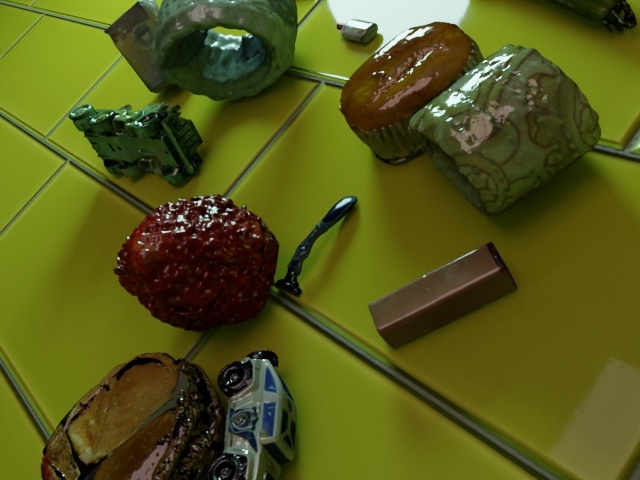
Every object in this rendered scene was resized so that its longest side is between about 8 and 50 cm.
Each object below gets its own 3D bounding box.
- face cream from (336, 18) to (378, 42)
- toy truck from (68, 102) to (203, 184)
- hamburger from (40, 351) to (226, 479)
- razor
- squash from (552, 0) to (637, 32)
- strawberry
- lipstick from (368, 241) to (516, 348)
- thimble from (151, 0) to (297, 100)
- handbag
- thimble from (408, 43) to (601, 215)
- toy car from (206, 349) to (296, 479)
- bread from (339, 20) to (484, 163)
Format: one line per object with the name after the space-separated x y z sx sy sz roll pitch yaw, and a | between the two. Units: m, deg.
0.057 -0.347 1.047 0.040 0.021 0.083 -49 44 -9 | face cream
-0.302 -0.191 1.101 0.260 0.128 0.135 15 53 41 | toy truck
-0.203 0.230 0.703 0.231 0.107 0.230 -29 35 23 | hamburger
-0.003 -0.002 0.810 0.044 0.028 0.154 25 73 44 | razor
0.303 -0.359 0.852 0.080 0.071 0.318 -42 44 0 | squash
-0.159 0.024 0.784 0.184 0.202 0.187 -50 61 16 | strawberry
0.126 0.058 0.664 0.146 0.045 0.045 -29 47 11 | lipstick
-0.162 -0.344 1.063 0.250 0.204 0.171 -3 59 12 | thimble
-0.320 -0.364 1.226 0.117 0.173 0.095 -24 22 34 | handbag
0.191 -0.124 0.701 0.143 0.137 0.190 -40 32 4 | thimble
-0.065 0.193 0.660 0.071 0.080 0.170 -10 48 12 | toy car
0.122 -0.196 0.826 0.190 0.114 0.132 -40 46 9 | bread
